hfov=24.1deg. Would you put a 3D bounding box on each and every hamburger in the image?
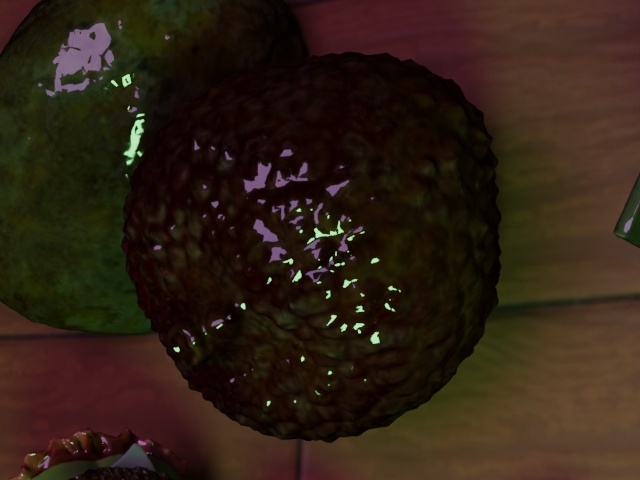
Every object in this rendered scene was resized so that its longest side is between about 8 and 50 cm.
[{"bbox_3d":[-0.151,0.230,1.068,0.175,0.175,0.137,-65,27,4],"label":"hamburger"}]

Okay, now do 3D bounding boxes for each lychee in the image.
[{"bbox_3d":[0.000,0.000,0.988,0.261,0.261,0.260,-9,73,34],"label":"lychee"}]

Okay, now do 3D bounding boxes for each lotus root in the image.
[{"bbox_3d":[-0.147,-0.068,1.153,0.314,0.210,0.142,-59,41,25],"label":"lotus root"}]

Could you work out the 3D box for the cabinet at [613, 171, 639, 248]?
[{"bbox_3d":[0.297,-0.019,0.788,0.175,0.215,0.148,25,94,37],"label":"cabinet"}]
